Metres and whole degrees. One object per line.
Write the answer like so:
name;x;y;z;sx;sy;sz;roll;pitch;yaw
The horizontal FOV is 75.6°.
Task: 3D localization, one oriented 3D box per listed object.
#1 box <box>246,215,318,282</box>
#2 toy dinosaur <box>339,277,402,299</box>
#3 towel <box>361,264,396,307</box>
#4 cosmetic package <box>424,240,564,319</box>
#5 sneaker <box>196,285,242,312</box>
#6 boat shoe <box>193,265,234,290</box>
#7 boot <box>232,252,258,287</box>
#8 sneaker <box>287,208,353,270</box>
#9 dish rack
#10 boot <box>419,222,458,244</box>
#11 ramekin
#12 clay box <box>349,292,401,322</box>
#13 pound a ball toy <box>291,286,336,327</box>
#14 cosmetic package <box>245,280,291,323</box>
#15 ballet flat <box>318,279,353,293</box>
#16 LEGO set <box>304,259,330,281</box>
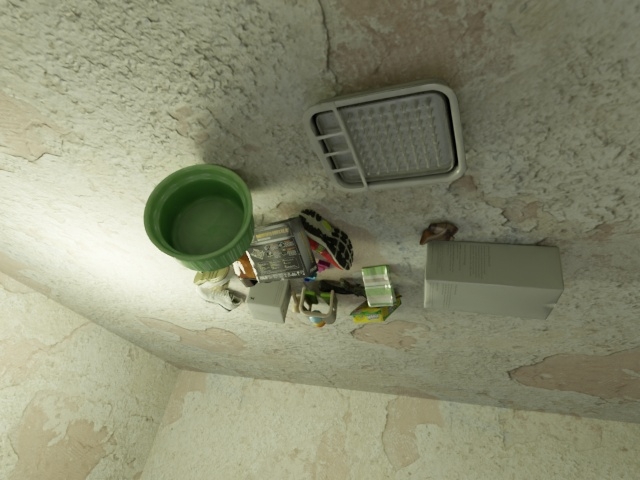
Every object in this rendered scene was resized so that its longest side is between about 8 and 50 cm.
box;-0.134;0.035;1.305;0.231;0.056;0.183;-12;103;38
toy dinosaur;0.202;0.204;1.604;0.268;0.064;0.118;9;174;29
towel;0.212;0.170;1.514;0.113;0.152;0.023;-10;-175;30
cosmetic package;0.526;0.124;1.301;0.384;0.156;0.217;3;147;14
sneaker;-0.482;0.258;1.963;0.094;0.090;0.235;-28;135;30
boat shoe;-0.430;0.151;1.743;0.103;0.113;0.302;31;155;-29
boot;-0.251;0.017;1.451;0.264;0.096;0.280;-16;112;42
sneaker;0.000;0.000;1.362;0.279;0.107;0.118;44;144;-24
dish rack;0.152;-0.236;0.944;0.332;0.072;0.286;-2;144;24
boot;0.360;-0.013;1.249;0.086;0.042;0.118;12;149;-3
ramekin;-0.337;-0.056;1.203;0.303;0.304;0.148;10;156;5
clay box;0.215;0.267;1.603;0.127;0.222;0.053;-11;97;34
pound a ball toy;-0.041;0.288;1.724;0.208;0.136;0.319;5;163;7
cosmetic package;-0.216;0.245;1.763;0.151;0.151;0.184;9;149;6
ballet flat;0.077;0.192;1.682;0.173;0.049;0.057;9;163;-5
LEGO set;-0.090;0.108;1.561;0.227;0.087;0.093;18;148;-7
